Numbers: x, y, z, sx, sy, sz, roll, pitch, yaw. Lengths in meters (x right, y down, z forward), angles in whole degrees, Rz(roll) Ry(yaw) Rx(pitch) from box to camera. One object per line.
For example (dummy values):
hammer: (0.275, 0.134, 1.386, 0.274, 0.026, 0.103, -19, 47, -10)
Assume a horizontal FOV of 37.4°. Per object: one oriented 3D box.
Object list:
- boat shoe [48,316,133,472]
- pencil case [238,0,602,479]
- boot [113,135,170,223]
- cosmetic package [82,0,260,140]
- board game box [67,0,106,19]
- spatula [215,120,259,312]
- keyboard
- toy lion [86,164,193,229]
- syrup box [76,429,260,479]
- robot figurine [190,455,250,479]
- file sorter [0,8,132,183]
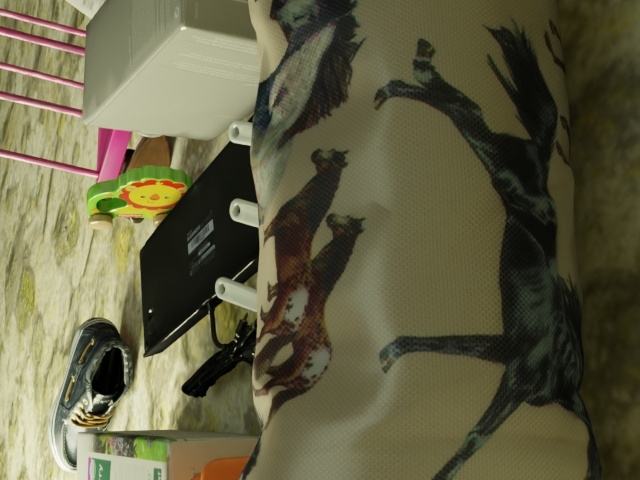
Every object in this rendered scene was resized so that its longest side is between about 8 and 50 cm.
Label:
boat shoe: (-0.252, 0.181, 1.034, 0.083, 0.065, 0.183, 30, 111, 59)
pencil case: (0.031, -0.052, 0.472, 0.183, 0.160, 0.410, -16, 72, 46)
boot: (-0.193, -0.076, 0.998, 0.118, 0.042, 0.087, -68, 29, 21)
cosmetic package: (-0.097, -0.160, 0.756, 0.238, 0.127, 0.107, -14, 74, 57)
board game box: (-0.327, -0.417, 1.113, 0.305, 0.053, 0.193, 38, 124, 17)
spatula: (0.000, 0.000, 0.628, 0.242, 0.019, 0.168, 15, 102, 48)
keyboard: (-0.087, 0.034, 0.804, 0.317, 0.033, 0.201, -40, 51, 52)
toy lion: (-0.172, -0.043, 0.900, 0.096, 0.100, 0.034, 114, 152, -65)
syrup box: (-0.125, 0.205, 0.778, 0.237, 0.096, 0.093, -16, 72, 58)
robot figurine: (-0.033, 0.245, 0.576, 0.158, 0.128, 0.219, -21, 64, 23)
file sorter: (-0.259, -0.239, 0.957, 0.202, 0.182, 0.291, -105, 34, -51)
